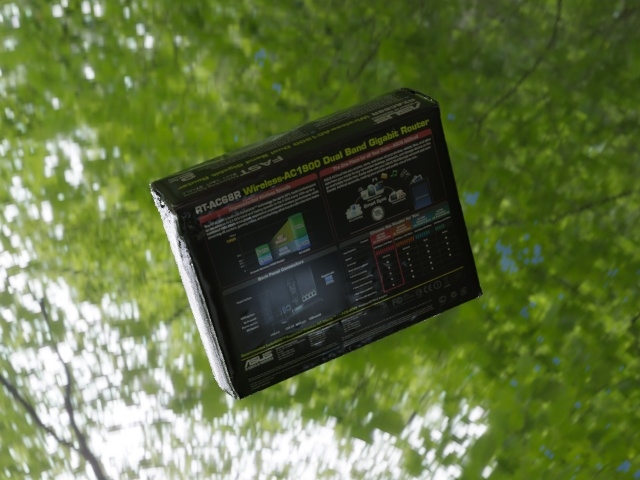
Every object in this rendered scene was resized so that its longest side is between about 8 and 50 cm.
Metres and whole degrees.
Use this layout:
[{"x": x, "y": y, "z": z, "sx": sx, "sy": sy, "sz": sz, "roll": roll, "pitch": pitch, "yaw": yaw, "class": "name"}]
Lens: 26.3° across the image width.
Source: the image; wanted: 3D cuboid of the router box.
[{"x": 0.000, "y": 0.000, "z": 0.575, "sx": 0.122, "sy": 0.092, "sz": 0.038, "roll": -22, "pitch": -155, "yaw": -15, "class": "router box"}]
